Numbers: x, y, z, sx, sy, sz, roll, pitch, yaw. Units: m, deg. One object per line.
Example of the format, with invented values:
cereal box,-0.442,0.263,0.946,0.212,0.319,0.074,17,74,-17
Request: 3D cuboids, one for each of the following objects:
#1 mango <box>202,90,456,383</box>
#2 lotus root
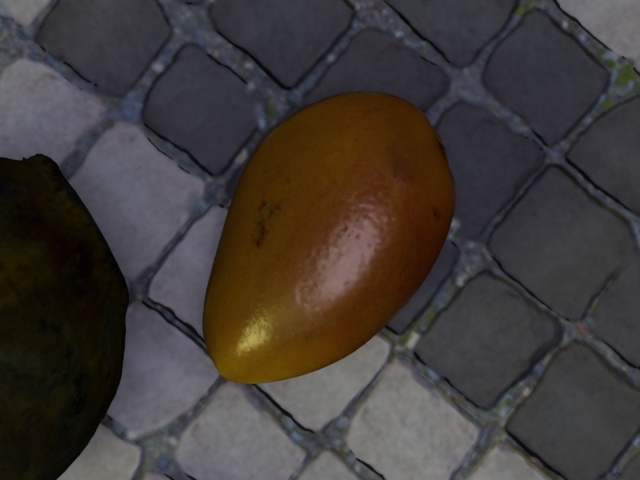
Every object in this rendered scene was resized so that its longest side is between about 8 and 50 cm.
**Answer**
mango,0.000,-0.001,0.944,0.141,0.102,0.217,36,84,5
lotus root,-0.278,0.086,0.862,0.346,0.250,0.250,-33,90,-7
